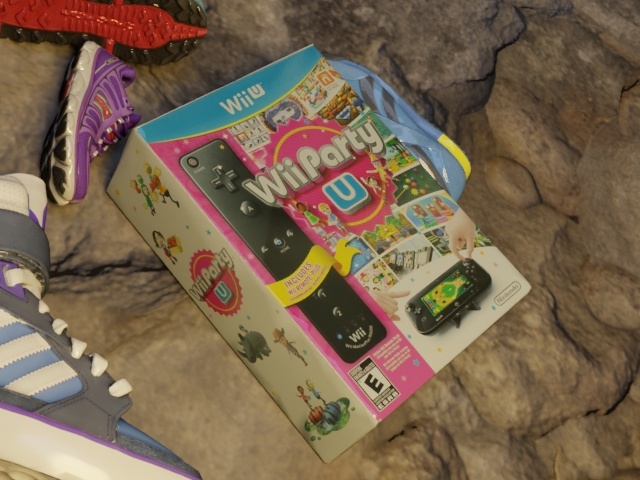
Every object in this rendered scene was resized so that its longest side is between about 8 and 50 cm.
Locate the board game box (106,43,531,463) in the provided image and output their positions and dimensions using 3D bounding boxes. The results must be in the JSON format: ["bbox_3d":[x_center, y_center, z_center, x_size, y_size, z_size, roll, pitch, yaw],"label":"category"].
[{"bbox_3d":[0.000,0.000,0.907,0.303,0.097,0.224,49,51,10],"label":"board game box"}]

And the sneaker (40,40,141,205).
[{"bbox_3d":[-0.190,-0.100,0.893,0.071,0.068,0.170,22,52,-21],"label":"sneaker"}]

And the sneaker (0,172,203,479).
[{"bbox_3d":[-0.203,0.056,0.741,0.322,0.130,0.236,21,56,-7],"label":"sneaker"}]

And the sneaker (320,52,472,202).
[{"bbox_3d":[0.050,-0.100,1.014,0.209,0.069,0.082,39,54,0],"label":"sneaker"}]

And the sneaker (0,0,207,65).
[{"bbox_3d":[-0.236,-0.240,0.958,0.261,0.104,0.125,15,37,-23],"label":"sneaker"}]
